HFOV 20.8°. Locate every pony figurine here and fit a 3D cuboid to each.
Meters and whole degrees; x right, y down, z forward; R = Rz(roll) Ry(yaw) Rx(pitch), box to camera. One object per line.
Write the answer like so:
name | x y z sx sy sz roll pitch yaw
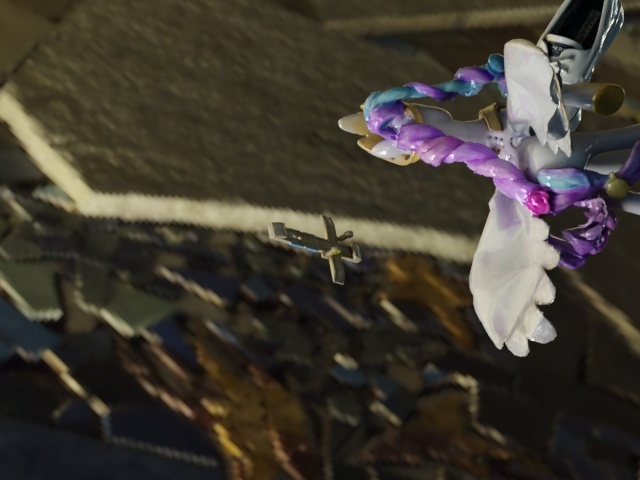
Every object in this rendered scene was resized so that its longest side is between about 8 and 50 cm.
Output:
pony figurine | 0.234 -0.076 1.796 0.363 0.351 0.303 0 111 -21

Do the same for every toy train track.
toy train track | 0.000 0.000 1.102 0.014 0.048 0.083 -29 151 35

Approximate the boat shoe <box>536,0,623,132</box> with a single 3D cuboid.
boat shoe | 0.300 -0.226 2.190 0.258 0.095 0.084 -65 154 -21
